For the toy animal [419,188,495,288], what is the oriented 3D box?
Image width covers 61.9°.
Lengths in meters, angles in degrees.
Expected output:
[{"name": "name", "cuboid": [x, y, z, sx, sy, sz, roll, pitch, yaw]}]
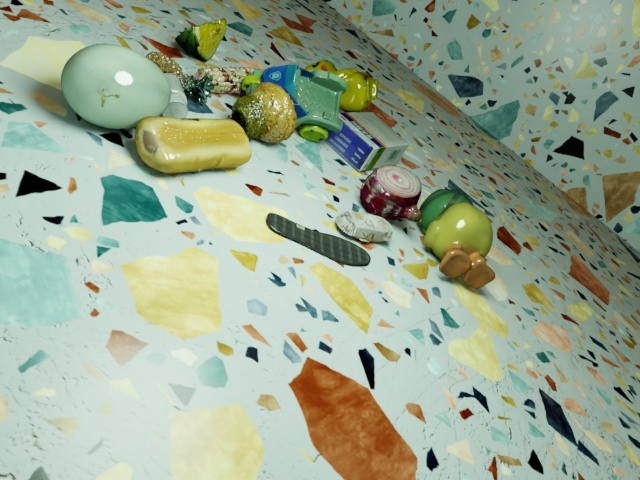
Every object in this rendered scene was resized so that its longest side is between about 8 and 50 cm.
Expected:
[{"name": "toy animal", "cuboid": [0.424, -0.033, 1.645, 0.216, 0.191, 0.338, 21, 34, -23]}]

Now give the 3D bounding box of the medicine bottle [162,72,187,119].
[{"name": "medicine bottle", "cuboid": [-0.395, -0.373, 1.400, 0.080, 0.080, 0.130, 9, 41, -38]}]

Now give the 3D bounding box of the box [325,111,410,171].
[{"name": "box", "cuboid": [0.166, -0.361, 1.913, 0.200, 0.106, 0.299, 45, 31, 17]}]

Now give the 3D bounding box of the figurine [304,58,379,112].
[{"name": "figurine", "cuboid": [0.050, -0.571, 1.982, 0.327, 0.169, 0.218, 23, 21, 15]}]

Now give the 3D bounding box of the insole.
[{"name": "insole", "cuboid": [0.000, 0.000, 1.357, 0.310, 0.012, 0.110, 24, 34, -21]}]

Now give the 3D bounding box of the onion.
[{"name": "onion", "cuboid": [0.229, -0.119, 1.621, 0.195, 0.140, 0.218, -10, 54, -46]}]

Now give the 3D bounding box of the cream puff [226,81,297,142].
[{"name": "cream puff", "cuboid": [-0.184, -0.355, 1.539, 0.169, 0.183, 0.183, -27, 66, -31]}]

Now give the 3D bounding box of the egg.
[{"name": "egg", "cuboid": [-0.452, -0.344, 1.205, 0.183, 0.183, 0.264, 46, 26, 16]}]

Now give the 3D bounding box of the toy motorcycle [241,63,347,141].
[{"name": "toy motorcycle", "cuboid": [-0.071, -0.460, 1.671, 0.327, 0.200, 0.191, 15, 74, -32]}]

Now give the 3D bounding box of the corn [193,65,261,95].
[{"name": "corn", "cuboid": [-0.275, -0.504, 1.686, 0.092, 0.092, 0.280, 47, 34, 17]}]

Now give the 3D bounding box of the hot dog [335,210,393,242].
[{"name": "hot dog", "cuboid": [0.122, -0.038, 1.491, 0.192, 0.053, 0.099, 4, 42, -38]}]

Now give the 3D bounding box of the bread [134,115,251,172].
[{"name": "bread", "cuboid": [-0.300, -0.227, 1.285, 0.305, 0.091, 0.142, -15, 77, -53]}]

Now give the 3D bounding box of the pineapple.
[{"name": "pineapple", "cuboid": [-0.403, -0.463, 1.493, 0.221, 0.103, 0.083, 24, 33, -18]}]

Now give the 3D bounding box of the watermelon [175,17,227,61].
[{"name": "watermelon", "cuboid": [-0.393, -0.674, 1.761, 0.123, 0.129, 0.301, 34, 26, -8]}]
